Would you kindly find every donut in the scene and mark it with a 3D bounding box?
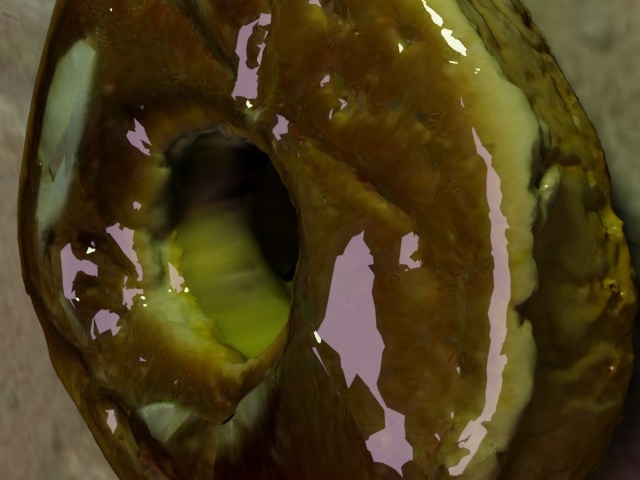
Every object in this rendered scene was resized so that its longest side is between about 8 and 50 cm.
[{"bbox_3d":[0.000,0.000,0.840,0.330,0.160,0.330,1,91,42],"label":"donut"}]
